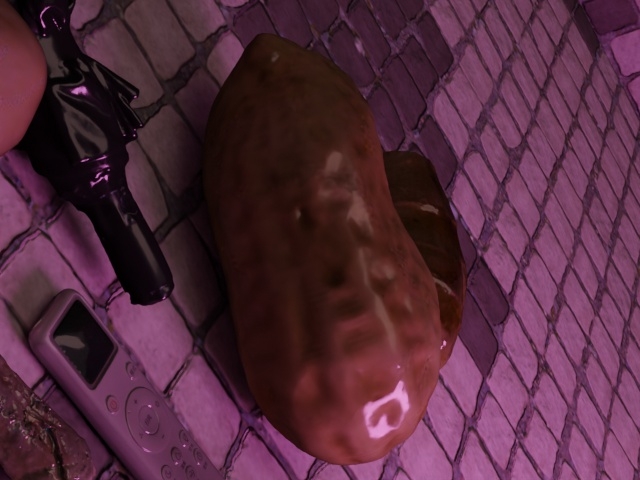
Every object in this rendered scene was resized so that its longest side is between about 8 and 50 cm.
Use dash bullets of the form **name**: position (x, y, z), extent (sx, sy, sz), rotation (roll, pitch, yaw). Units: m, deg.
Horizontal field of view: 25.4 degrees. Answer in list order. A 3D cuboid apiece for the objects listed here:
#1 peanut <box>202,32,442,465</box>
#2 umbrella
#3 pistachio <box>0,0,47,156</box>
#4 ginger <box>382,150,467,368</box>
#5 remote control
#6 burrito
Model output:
- **peanut**: position (0.000, 0.000, 1.214), extent (0.192, 0.169, 0.387), rotation (20, 53, -61)
- **umbrella**: position (-0.193, -0.106, 1.031), extent (0.340, 0.118, 0.118), rotation (66, 28, -11)
- **pistachio**: position (-0.259, -0.108, 0.874), extent (0.215, 0.144, 0.144), rotation (-2, 72, -62)
- **ginger**: position (0.089, 0.025, 1.423), extent (0.109, 0.116, 0.263), rotation (98, -9, -49)
- **remote control**: position (-0.121, 0.147, 1.042), extent (0.261, 0.029, 0.067), rotation (56, 30, -21)
- **burrito**: position (-0.210, 0.103, 0.909), extent (0.171, 0.042, 0.051), rotation (55, 40, -19)
